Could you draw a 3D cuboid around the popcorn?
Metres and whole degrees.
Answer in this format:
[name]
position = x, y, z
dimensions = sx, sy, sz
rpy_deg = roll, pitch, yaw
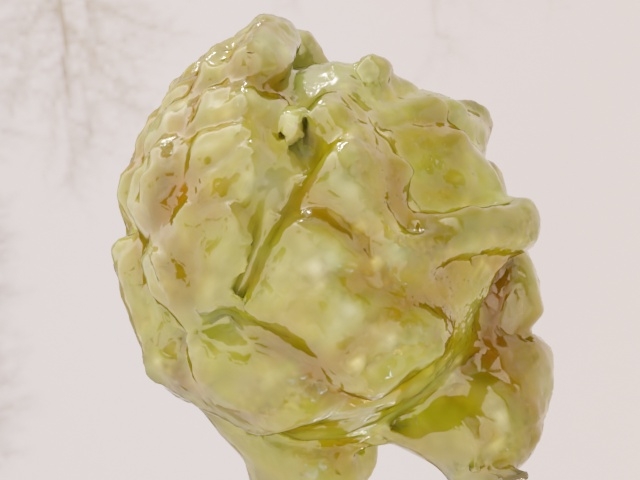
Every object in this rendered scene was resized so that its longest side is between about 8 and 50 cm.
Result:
[popcorn]
position = 0.002, 0.007, 1.140
dimensions = 0.274, 0.279, 0.335
rpy_deg = -35, -136, 13
